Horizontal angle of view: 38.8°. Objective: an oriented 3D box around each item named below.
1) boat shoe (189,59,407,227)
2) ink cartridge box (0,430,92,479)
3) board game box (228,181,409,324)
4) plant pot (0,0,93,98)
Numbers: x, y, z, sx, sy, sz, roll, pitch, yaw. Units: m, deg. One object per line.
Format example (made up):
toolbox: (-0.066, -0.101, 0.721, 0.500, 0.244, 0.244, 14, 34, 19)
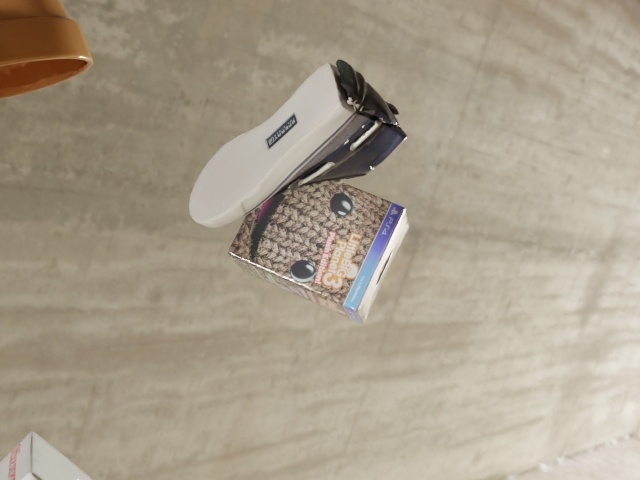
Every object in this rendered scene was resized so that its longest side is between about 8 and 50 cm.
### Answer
boat shoe: (-0.030, -0.107, 1.326, 0.158, 0.340, 0.127, 24, -138, -42)
ink cartridge box: (-0.415, 0.391, 1.115, 0.117, 0.283, 0.207, 47, 169, -14)
board game box: (0.000, 0.000, 1.859, 0.291, 0.232, 0.141, 22, 169, 15)
plant pot: (-0.498, -0.320, 1.306, 0.291, 0.203, 0.291, -15, -175, 1)
